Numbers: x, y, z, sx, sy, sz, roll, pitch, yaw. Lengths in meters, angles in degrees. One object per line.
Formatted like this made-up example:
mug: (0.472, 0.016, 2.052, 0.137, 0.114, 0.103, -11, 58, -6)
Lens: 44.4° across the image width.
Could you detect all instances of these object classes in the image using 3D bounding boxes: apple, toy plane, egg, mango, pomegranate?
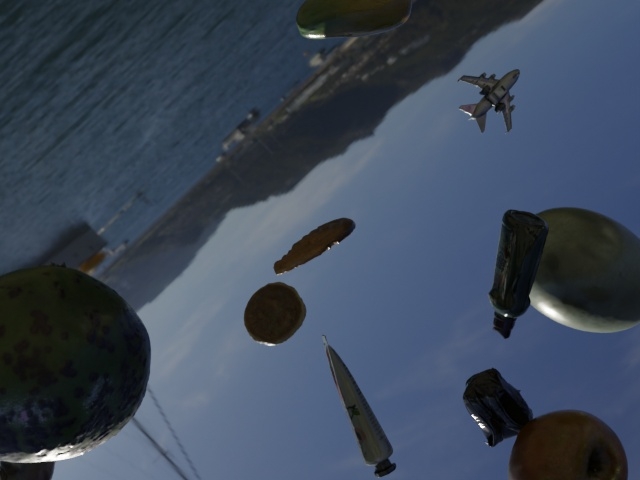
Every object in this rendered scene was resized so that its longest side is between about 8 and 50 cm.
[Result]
apple: (0.489, 0.453, 1.576, 0.237, 0.237, 0.207, -49, -168, -31)
toy plane: (0.386, -0.322, 1.735, 0.171, 0.162, 0.065, -45, -173, -6)
egg: (0.570, 0.064, 1.702, 0.258, 0.352, 0.258, -60, -168, 21)
mango: (0.054, -0.383, 1.301, 0.195, 0.091, 0.130, -19, -140, -4)
pomegranate: (-0.331, 0.157, 0.916, 0.254, 0.255, 0.270, -139, -118, -81)

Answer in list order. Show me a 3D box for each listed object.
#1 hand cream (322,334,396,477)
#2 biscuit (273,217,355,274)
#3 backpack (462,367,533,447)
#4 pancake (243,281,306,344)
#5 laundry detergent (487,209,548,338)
hand cream: (0.053, 0.254, 1.221, 0.050, 0.233, 0.080, -25, 178, -7)
biscuit: (-0.001, -0.001, 1.629, 0.145, 0.033, 0.224, -22, -168, 38)
backpack: (0.381, 0.353, 1.697, 0.120, 0.165, 0.106, -23, -161, 22)
pancake: (-0.112, 0.174, 1.882, 0.158, 0.158, 0.028, -44, 158, -6)
laundry detergent: (0.343, 0.063, 1.396, 0.144, 0.078, 0.221, -85, -177, -73)
